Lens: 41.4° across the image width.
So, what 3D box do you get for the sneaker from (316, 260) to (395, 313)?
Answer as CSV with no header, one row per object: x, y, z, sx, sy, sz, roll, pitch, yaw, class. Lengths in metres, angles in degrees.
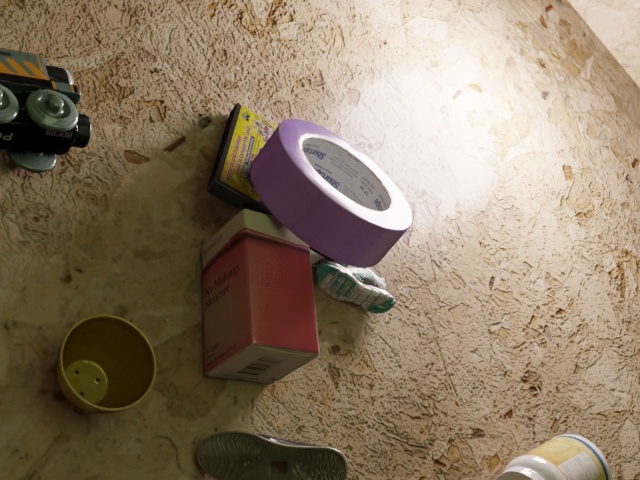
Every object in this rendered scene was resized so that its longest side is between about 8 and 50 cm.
0.061,0.074,1.555,0.166,0.065,0.076,29,33,-26,sneaker

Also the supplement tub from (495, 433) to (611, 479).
0.421,0.448,1.543,0.200,0.144,0.144,-11,72,-42,supplement tub

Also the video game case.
-0.068,-0.110,1.510,0.248,0.035,0.275,30,33,-17,video game case

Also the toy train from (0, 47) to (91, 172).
-0.500,-0.209,1.221,0.334,0.142,0.190,1,54,-39,toy train

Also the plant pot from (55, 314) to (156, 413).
-0.305,0.181,1.158,0.134,0.095,0.134,19,54,-28,plant pot

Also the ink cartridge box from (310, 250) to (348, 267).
0.000,0.000,1.546,0.122,0.052,0.088,6,59,-38,ink cartridge box

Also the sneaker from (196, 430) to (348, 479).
-0.074,0.338,1.273,0.222,0.118,0.083,10,75,-2,sneaker

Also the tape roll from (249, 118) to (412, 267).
0.020,-0.082,1.418,0.275,0.090,0.275,32,25,-17,tape roll

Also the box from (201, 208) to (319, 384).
-0.100,0.092,1.340,0.127,0.149,0.232,14,55,-33,box
